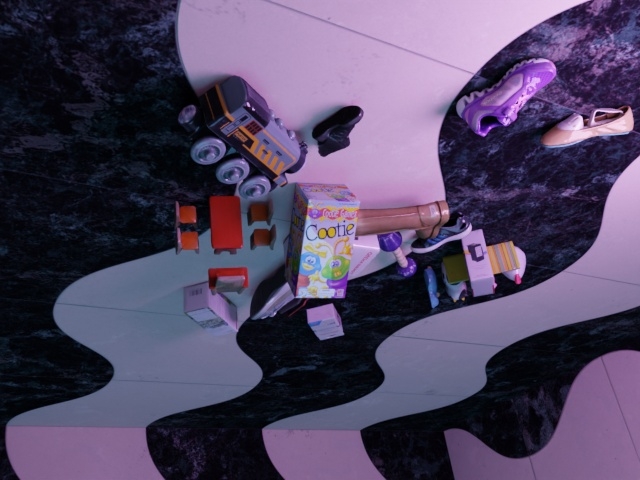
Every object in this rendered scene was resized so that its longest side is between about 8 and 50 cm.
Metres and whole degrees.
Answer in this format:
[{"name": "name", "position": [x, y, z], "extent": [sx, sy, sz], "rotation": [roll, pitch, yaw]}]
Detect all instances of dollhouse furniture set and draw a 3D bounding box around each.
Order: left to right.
[{"name": "dollhouse furniture set", "position": [-0.242, 0.002, 1.666], "extent": [0.262, 0.259, 0.135], "rotation": [-2, 158, -14]}]

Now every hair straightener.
[{"name": "hair straightener", "position": [-0.071, 0.195, 2.232], "extent": [0.089, 0.047, 0.230], "rotation": [21, 138, -40]}]

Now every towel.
[{"name": "towel", "position": [0.533, 0.075, 2.134], "extent": [0.237, 0.102, 0.021], "rotation": [-14, 154, 10]}]

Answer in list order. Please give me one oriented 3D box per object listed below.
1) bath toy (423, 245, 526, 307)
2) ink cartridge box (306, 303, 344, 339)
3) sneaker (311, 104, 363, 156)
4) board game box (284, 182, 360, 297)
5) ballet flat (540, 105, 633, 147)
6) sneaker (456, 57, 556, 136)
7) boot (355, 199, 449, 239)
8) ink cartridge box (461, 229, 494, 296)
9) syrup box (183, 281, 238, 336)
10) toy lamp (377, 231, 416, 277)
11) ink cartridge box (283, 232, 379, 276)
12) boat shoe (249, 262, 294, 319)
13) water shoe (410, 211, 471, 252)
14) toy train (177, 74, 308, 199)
[{"name": "bath toy", "position": [0.535, 0.128, 2.199], "extent": [0.348, 0.129, 0.151], "rotation": [-17, 148, 12]}, {"name": "ink cartridge box", "position": [0.020, 0.310, 2.433], "extent": [0.104, 0.060, 0.180], "rotation": [-14, 149, 8]}, {"name": "sneaker", "position": [0.048, -0.255, 1.518], "extent": [0.170, 0.051, 0.089], "rotation": [-23, 147, 31]}, {"name": "board game box", "position": [0.000, 0.000, 1.709], "extent": [0.144, 0.142, 0.275], "rotation": [1, 113, -16]}, {"name": "ballet flat", "position": [0.664, -0.292, 1.609], "extent": [0.232, 0.080, 0.073], "rotation": [-11, 121, 0]}, {"name": "sneaker", "position": [0.429, -0.316, 1.459], "extent": [0.236, 0.105, 0.095], "rotation": [-29, 142, 29]}, {"name": "boot", "position": [0.203, -0.051, 1.817], "extent": [0.269, 0.089, 0.236], "rotation": [-8, 162, -7]}, {"name": "ink cartridge box", "position": [0.501, 0.072, 2.052], "extent": [0.072, 0.175, 0.127], "rotation": [-12, 149, 11]}, {"name": "syrup box", "position": [-0.369, 0.238, 2.180], "extent": [0.093, 0.096, 0.237], "rotation": [-14, 149, 12]}, {"name": "toy lamp", "position": [0.237, 0.034, 2.013], "extent": [0.080, 0.080, 0.275], "rotation": [-17, 147, 14]}, {"name": "ink cartridge box", "position": [0.031, 0.018, 1.912], "extent": [0.237, 0.100, 0.172], "rotation": [8, 145, -24]}, {"name": "boat shoe", "position": [-0.129, 0.172, 2.110], "extent": [0.103, 0.118, 0.320], "rotation": [24, 130, -26]}, {"name": "water shoe", "position": [0.359, -0.030, 1.969], "extent": [0.203, 0.073, 0.080], "rotation": [-23, 120, 23]}, {"name": "toy train", "position": [-0.164, -0.221, 1.445], "extent": [0.190, 0.142, 0.334], "rotation": [-31, 144, 16]}]
